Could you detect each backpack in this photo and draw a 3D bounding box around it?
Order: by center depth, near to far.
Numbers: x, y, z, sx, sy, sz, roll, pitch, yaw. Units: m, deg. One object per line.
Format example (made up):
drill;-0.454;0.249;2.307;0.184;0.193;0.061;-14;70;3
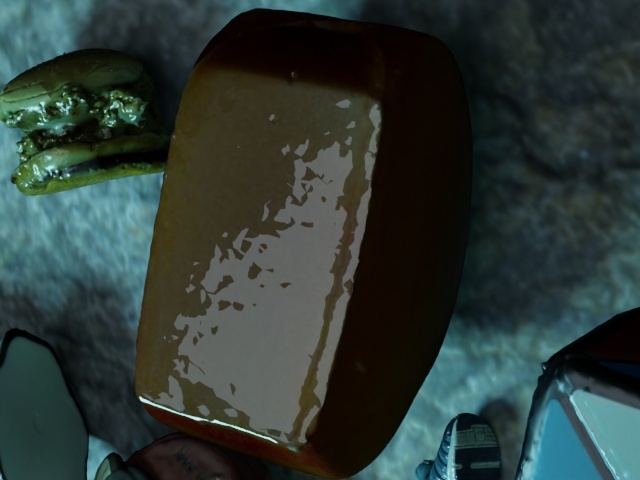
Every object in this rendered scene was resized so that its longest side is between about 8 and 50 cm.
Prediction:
backpack;-0.119;0.284;1.829;0.229;0.139;0.229;-4;84;42

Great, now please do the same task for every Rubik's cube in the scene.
Rubik's cube;0.299;0.214;1.523;0.248;0.246;0.250;18;107;25

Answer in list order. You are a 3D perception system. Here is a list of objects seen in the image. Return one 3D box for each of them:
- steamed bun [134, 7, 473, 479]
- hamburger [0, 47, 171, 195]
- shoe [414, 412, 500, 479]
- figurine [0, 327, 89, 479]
steamed bun;0.000;0.000;1.644;0.235;0.248;0.379;13;95;23
hamburger;-0.220;-0.116;1.793;0.185;0.159;0.131;-7;93;48
shoe;0.115;0.222;1.734;0.071;0.064;0.143;23;105;42
figurine;-0.420;0.226;1.917;0.340;0.231;0.323;-20;51;20
